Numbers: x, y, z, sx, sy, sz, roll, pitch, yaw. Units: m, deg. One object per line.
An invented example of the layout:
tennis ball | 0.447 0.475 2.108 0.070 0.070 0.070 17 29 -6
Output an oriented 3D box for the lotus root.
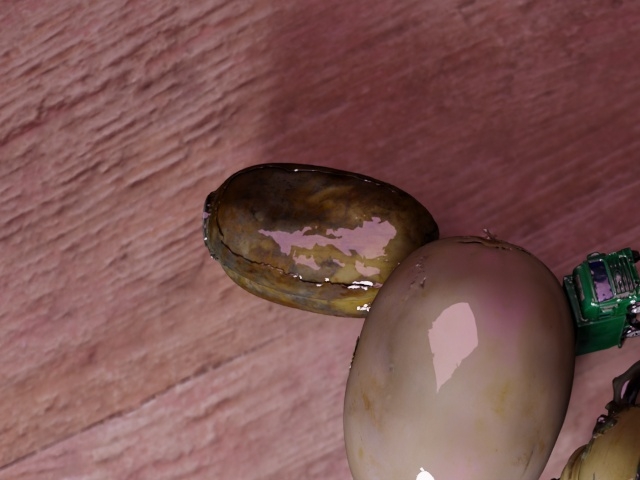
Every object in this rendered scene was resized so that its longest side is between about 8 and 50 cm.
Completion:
lotus root | 0.000 0.000 1.531 0.274 0.152 0.160 12 77 17

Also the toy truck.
toy truck | 0.292 0.062 1.391 0.079 0.147 0.065 -12 67 1

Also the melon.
melon | 0.140 0.144 1.376 0.223 0.223 0.317 14 93 26

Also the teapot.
teapot | 0.304 0.238 1.329 0.182 0.173 0.269 -18 52 42
